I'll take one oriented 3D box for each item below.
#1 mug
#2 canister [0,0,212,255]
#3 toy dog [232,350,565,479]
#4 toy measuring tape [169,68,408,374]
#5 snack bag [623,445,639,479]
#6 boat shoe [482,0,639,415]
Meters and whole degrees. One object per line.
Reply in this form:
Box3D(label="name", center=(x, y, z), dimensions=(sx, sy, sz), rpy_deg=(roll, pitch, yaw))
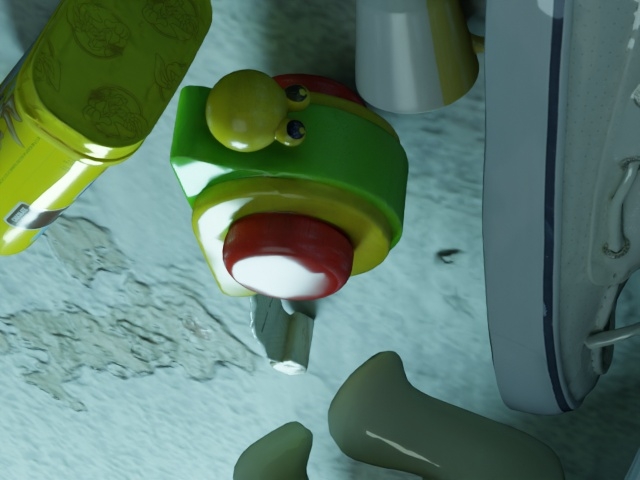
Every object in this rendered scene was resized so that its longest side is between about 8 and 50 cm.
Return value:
Box3D(label="mug", center=(0.050, -0.110, 0.984), dimensions=(0.062, 0.078, 0.064), rpy_deg=(40, 151, 43))
Box3D(label="canister", center=(-0.137, -0.072, 1.081), dimensions=(0.073, 0.126, 0.170), rpy_deg=(34, 147, -13))
Box3D(label="toy dog", center=(0.041, 0.264, 1.109), dimensions=(0.408, 0.395, 0.284), rpy_deg=(6, 166, -32))
Box3D(label="toy measuring tape", center=(0.000, 0.000, 1.118), dimensions=(0.121, 0.121, 0.330), rpy_deg=(14, 157, 16))
Box3D(label="snack bag", center=(0.247, 0.217, 1.014), dimensions=(0.342, 0.323, 0.037), rpy_deg=(20, -172, -32))
Box3D(label="boat shoe", center=(0.161, -0.043, 0.947), dimensions=(0.156, 0.136, 0.367), rpy_deg=(5, 135, 10))
